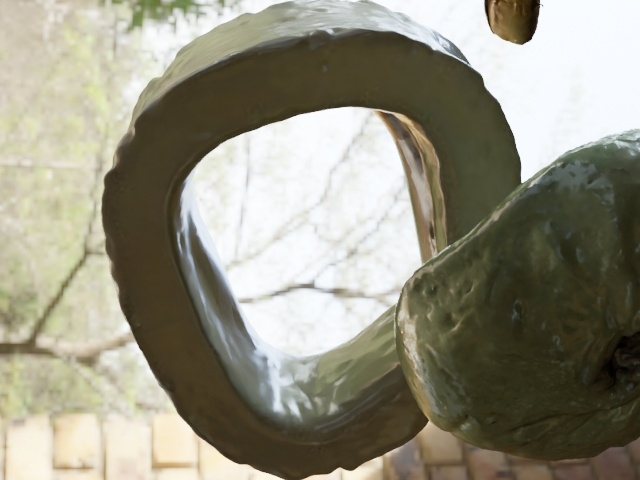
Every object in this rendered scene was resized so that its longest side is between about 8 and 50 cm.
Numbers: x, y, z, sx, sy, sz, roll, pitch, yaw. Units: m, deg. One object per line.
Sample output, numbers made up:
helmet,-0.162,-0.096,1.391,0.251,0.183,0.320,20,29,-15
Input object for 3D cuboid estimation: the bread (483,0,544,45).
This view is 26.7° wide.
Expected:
bread,0.167,-0.224,1.145,0.106,0.053,0.072,84,15,-48

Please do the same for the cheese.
cheese,0.003,0.000,0.988,0.153,0.292,0.332,-94,171,-69

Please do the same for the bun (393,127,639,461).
bun,0.150,0.045,0.740,0.221,0.221,0.108,109,-36,-48
